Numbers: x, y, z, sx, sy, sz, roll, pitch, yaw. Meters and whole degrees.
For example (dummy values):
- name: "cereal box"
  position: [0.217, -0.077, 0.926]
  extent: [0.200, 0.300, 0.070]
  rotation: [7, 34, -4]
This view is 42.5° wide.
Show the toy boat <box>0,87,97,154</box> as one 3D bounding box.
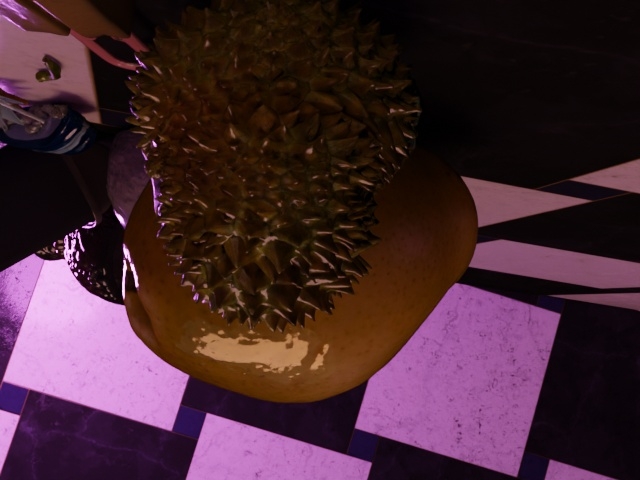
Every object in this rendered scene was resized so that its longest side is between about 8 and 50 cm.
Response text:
- name: "toy boat"
  position: [-0.456, -0.180, 1.092]
  extent: [0.221, 0.066, 0.291]
  rotation: [3, 169, 45]

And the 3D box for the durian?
- name: "durian"
  position: [-0.043, -0.078, 0.660]
  extent: [0.225, 0.291, 0.291]
  rotation: [19, 175, 9]

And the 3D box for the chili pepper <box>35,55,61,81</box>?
- name: "chili pepper"
  position: [-0.317, -0.196, 0.956]
  extent: [0.030, 0.017, 0.083]
  rotation: [13, 172, -30]

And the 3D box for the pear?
- name: "pear"
  position: [-0.029, 0.012, 0.986]
  extent: [0.419, 0.362, 0.362]
  rotation: [-20, -177, -18]

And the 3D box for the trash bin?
- name: "trash bin"
  position: [-0.477, -0.065, 1.299]
  extent: [0.290, 0.182, 0.210]
  rotation: [-37, -152, -29]

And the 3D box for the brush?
- name: "brush"
  position: [-0.201, -0.193, 0.718]
  extent: [0.103, 0.047, 0.233]
  rotation: [7, 175, 12]

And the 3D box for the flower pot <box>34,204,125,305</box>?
- name: "flower pot"
  position: [-0.497, -0.010, 1.853]
  extent: [0.267, 0.266, 0.267]
  rotation: [16, 178, 25]

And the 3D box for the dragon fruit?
- name: "dragon fruit"
  position: [-0.218, -0.051, 1.294]
  extent: [0.221, 0.203, 0.283]
  rotation: [7, 173, 15]
